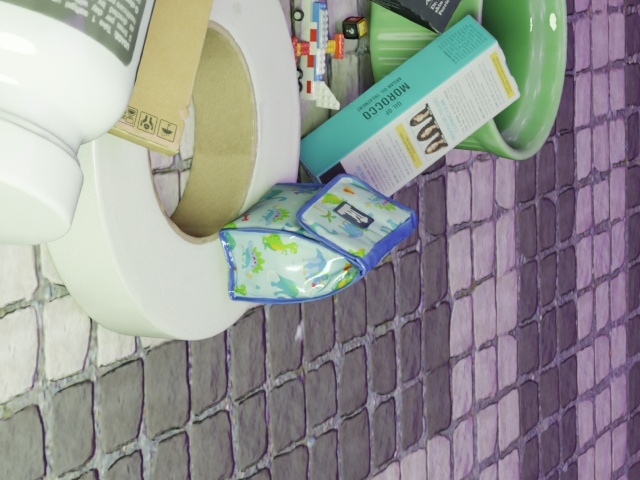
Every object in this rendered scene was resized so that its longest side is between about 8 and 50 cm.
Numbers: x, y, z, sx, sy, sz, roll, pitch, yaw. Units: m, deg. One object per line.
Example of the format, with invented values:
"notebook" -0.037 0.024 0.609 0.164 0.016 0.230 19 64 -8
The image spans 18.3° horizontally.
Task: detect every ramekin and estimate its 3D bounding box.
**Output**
"ramekin" 0.176 -0.248 2.368 0.303 0.148 0.303 -10 101 -64

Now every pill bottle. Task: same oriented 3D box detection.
"pill bottle" -0.226 -0.195 1.478 0.210 0.210 0.362 44 54 -57

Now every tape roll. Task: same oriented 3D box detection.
"tape roll" -0.133 -0.102 1.836 0.392 0.072 0.392 -8 99 -64

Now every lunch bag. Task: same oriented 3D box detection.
"lunch bag" 0.000 0.000 1.867 0.129 0.151 0.096 -43 130 -54

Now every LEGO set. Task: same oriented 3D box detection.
"LEGO set" -0.003 -0.264 2.107 0.182 0.060 0.244 -67 148 -28

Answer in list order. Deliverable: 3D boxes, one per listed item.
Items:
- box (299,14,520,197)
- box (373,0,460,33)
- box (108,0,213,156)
"box" 0.094 -0.129 2.151 0.244 0.060 0.100 -37 140 -5
"box" 0.067 -0.427 1.913 0.312 0.179 0.343 27 94 -55
"box" -0.190 -0.179 1.642 0.201 0.021 0.164 21 69 -25
